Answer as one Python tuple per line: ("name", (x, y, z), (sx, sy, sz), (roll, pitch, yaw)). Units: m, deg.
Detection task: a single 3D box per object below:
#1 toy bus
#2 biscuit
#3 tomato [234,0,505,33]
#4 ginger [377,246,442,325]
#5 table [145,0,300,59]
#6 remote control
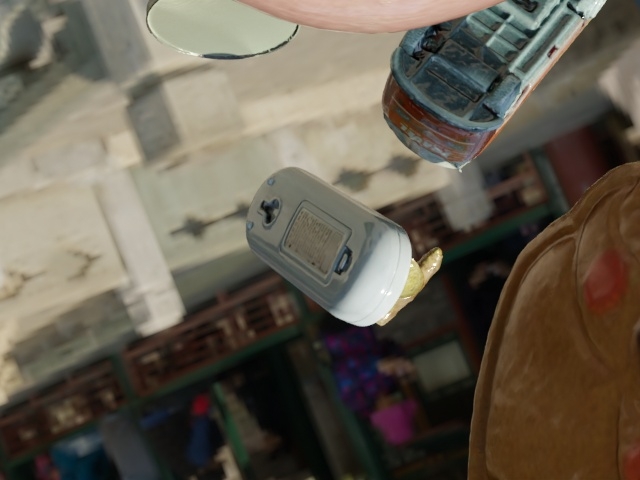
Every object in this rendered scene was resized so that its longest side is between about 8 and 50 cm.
("toy bus", (0.151, -0.170, 1.462), (0.265, 0.121, 0.120), (-50, 172, -33))
("biscuit", (0.259, 0.091, 1.182), (0.078, 0.350, 0.455), (20, 142, -30))
("tomato", (0.037, -0.216, 0.547), (0.321, 0.321, 0.321), (-22, 175, -2))
("ginger", (0.077, 0.044, 1.536), (0.097, 0.030, 0.048), (-48, 151, 20))
("table", (-0.078, -0.273, 1.358), (0.126, 0.220, 0.126), (-1, 157, -1))
("remote control", (0.000, 0.000, 1.348), (0.047, 0.087, 0.244), (20, -174, -28))
